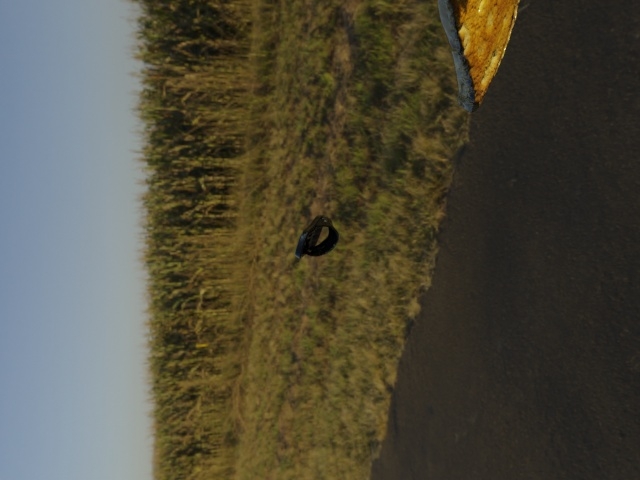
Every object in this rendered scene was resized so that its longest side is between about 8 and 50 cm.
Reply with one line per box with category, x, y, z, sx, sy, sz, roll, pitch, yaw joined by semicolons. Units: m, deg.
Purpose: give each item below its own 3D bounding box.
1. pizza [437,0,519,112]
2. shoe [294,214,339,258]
pizza;0.158;-0.231;0.564;0.036;0.176;0.184;22;114;38
shoe;0.000;0.000;0.854;0.159;0.053;0.062;-41;-33;-73
